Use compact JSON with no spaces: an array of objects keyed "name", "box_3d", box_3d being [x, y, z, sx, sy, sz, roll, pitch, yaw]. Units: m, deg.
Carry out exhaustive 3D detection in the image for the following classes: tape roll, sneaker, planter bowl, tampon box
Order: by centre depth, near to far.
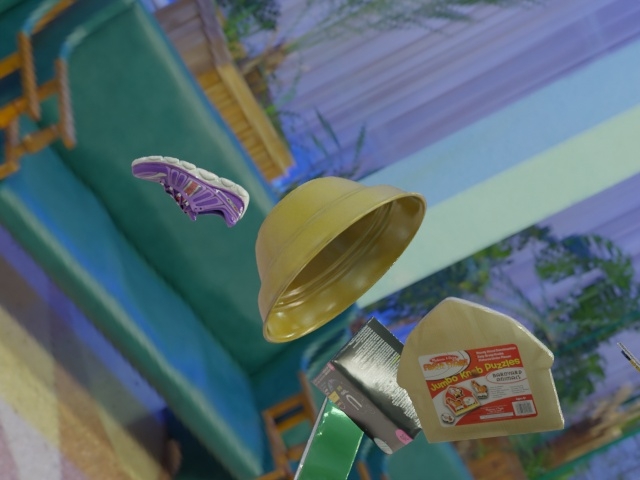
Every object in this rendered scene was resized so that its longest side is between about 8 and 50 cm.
[{"name":"planter bowl","box_3d":[0.000,0.000,1.236,0.090,0.217,0.217,48,3,20]},{"name":"sneaker","box_3d":[-0.183,-0.068,1.659,0.169,0.071,0.068,22,-9,-7]},{"name":"tampon box","box_3d":[0.087,0.211,1.726,0.161,0.101,0.120,43,-24,5]},{"name":"tape roll","box_3d":[0.009,0.379,2.086,0.077,0.321,0.321,22,10,2]}]

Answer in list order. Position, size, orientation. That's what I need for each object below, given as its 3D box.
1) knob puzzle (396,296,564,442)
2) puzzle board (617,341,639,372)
[{"name":"knob puzzle","box_3d":[0.181,0.146,1.419,0.213,0.213,0.030,61,28,-19]},{"name":"puzzle board","box_3d":[0.475,0.204,1.700,0.128,0.011,0.096,41,10,-27]}]
